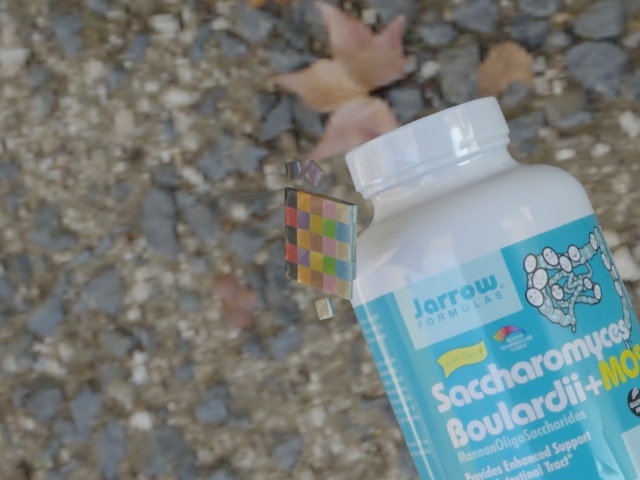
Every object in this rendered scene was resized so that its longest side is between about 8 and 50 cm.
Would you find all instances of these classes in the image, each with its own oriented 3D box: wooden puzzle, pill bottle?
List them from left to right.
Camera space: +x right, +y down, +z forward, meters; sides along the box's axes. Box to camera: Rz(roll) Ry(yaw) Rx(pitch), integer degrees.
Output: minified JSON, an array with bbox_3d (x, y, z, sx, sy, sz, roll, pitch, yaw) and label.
[{"bbox_3d":[0.000,0.000,0.953,0.049,0.006,0.083,18,114,45],"label":"wooden puzzle"},{"bbox_3d":[0.103,0.058,1.037,0.146,0.146,0.264,-24,87,37],"label":"pill bottle"}]
